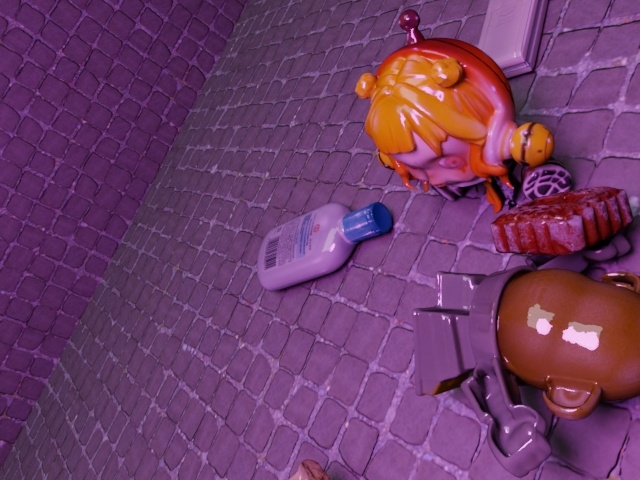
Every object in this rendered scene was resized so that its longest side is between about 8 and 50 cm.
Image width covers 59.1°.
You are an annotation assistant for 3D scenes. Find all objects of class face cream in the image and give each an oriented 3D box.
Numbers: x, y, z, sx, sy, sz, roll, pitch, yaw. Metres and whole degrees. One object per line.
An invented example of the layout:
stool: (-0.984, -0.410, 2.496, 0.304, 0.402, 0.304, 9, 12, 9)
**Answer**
face cream: (0.000, 0.000, 1.172, 0.336, 0.080, 0.163, -22, 48, 41)

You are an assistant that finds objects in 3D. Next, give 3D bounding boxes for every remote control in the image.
remote control: (0.368, -0.426, 1.061, 0.103, 0.055, 0.277, -5, 60, 49)

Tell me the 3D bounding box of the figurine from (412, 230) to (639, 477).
figurine: (0.265, 0.113, 0.689, 0.285, 0.167, 0.343, -7, 59, 49)

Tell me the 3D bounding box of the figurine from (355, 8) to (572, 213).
figurine: (0.198, -0.173, 0.846, 0.320, 0.323, 0.196, 7, 71, 52)

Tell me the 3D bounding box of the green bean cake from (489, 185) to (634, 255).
green bean cake: (0.306, -0.026, 0.725, 0.135, 0.135, 0.056, -6, 104, 63)

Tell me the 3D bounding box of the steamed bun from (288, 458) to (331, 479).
steamed bun: (-0.018, 0.476, 0.799, 0.292, 0.137, 0.296, -24, 40, 45)
